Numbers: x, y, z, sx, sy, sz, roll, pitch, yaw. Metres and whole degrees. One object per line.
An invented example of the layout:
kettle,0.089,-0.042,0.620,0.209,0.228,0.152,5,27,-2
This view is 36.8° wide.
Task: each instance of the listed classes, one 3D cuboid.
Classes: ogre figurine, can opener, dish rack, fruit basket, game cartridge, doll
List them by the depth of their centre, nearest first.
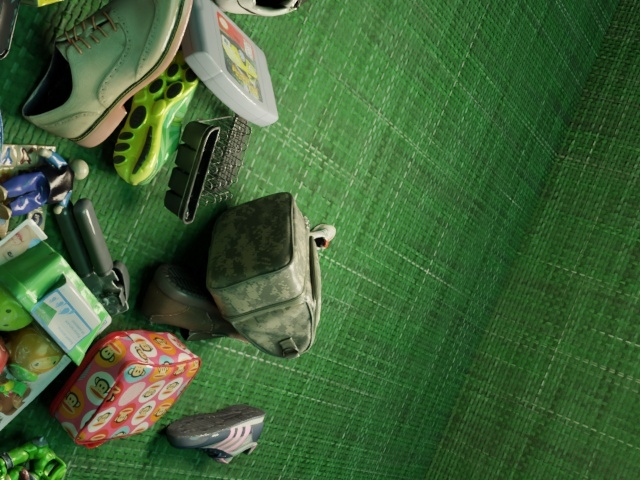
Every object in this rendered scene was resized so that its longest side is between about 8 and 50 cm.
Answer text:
fruit basket,-0.552,0.180,1.672,0.353,0.165,0.327,-50,141,-22
doll,-0.487,-0.103,1.701,0.189,0.046,0.129,-29,126,-44
can opener,-0.434,0.027,1.858,0.095,0.076,0.283,-80,164,-52
ogre figurine,-0.560,0.450,1.859,0.118,0.097,0.197,-38,125,-22
game cartridge,-0.180,-0.352,1.916,0.294,0.060,0.196,36,40,-55
dish rack,-0.214,-0.161,1.986,0.271,0.074,0.208,-25,139,-62

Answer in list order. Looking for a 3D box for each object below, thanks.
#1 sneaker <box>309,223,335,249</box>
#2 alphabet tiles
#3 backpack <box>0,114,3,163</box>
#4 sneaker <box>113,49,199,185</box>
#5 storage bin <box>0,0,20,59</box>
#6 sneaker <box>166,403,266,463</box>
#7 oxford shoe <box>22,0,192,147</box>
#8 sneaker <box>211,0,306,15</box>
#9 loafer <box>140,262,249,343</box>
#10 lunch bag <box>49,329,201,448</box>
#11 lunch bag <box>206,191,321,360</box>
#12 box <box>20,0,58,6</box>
sneaker,0.000,0.000,2.422,0.161,0.075,0.057,-13,117,-51
alphabet tiles,-0.567,-0.070,1.656,0.237,0.009,0.198,-5,111,-54
backpack,-0.595,-0.156,1.412,0.263,0.213,0.276,-18,119,-62
sneaker,-0.315,-0.240,1.860,0.123,0.110,0.295,97,16,-74
storage bin,-0.560,-0.353,1.454,0.180,0.084,0.122,5,102,-54
sneaker,-0.247,0.481,2.294,0.319,0.112,0.131,1,103,-53
oxford shoe,-0.353,-0.323,1.610,0.147,0.140,0.397,12,121,-50
sneaker,-0.080,-0.515,1.989,0.331,0.146,0.122,-27,126,-47
loafer,-0.263,0.155,2.119,0.130,0.133,0.366,-44,140,13
lunch bag,-0.395,0.308,1.932,0.258,0.120,0.293,-53,159,9
lunch bag,-0.104,0.080,2.097,0.305,0.213,0.256,-94,165,-53
box,-0.418,-0.521,1.534,0.214,0.117,0.242,-31,131,-43
